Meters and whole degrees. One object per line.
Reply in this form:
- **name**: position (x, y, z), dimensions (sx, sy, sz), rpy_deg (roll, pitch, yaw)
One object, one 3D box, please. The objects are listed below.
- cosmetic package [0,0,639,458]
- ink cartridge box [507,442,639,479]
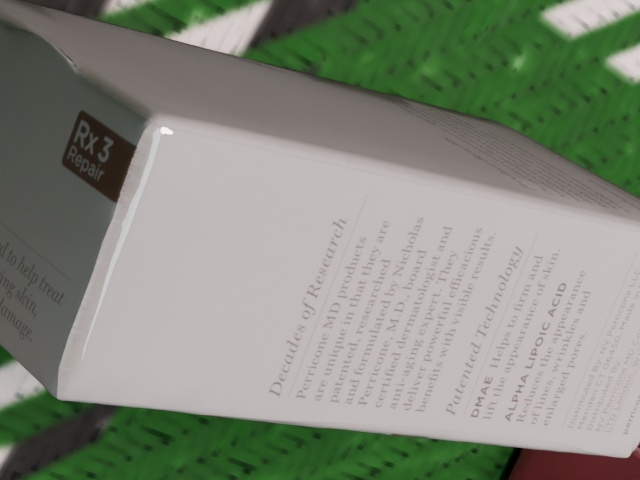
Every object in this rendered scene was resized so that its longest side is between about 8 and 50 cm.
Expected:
- **cosmetic package**: position (0.000, 0.000, 0.574), dimensions (0.231, 0.117, 0.085), rpy_deg (9, 107, -39)
- **ink cartridge box**: position (0.223, 0.176, 0.726), dimensions (0.207, 0.283, 0.117), rpy_deg (13, 105, -41)
